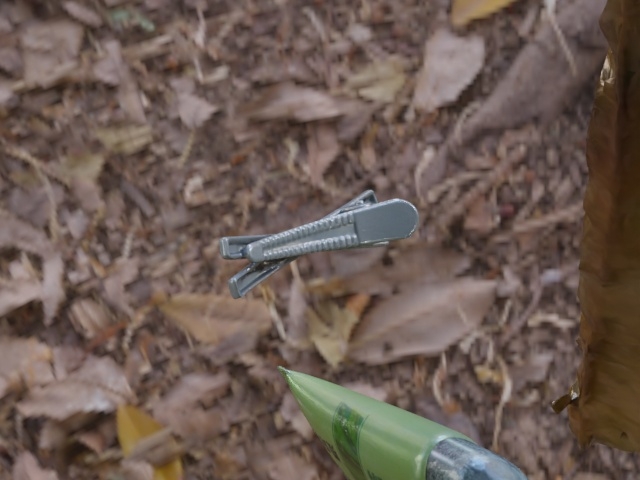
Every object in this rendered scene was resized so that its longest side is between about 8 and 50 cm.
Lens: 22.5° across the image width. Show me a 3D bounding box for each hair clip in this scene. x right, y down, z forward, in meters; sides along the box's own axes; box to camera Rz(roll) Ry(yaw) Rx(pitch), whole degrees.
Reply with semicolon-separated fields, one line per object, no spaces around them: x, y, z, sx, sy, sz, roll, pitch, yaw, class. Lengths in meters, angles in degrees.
0.000;-0.001;0.783;0.115;0.039;0.030;-19;90;-41;hair clip

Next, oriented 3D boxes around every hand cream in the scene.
0.045;0.116;0.804;0.046;0.095;0.175;-45;28;-20;hand cream

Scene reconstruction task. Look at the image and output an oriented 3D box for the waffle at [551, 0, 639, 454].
0.141;-0.073;0.415;0.091;0.308;0.213;21;67;16;waffle
